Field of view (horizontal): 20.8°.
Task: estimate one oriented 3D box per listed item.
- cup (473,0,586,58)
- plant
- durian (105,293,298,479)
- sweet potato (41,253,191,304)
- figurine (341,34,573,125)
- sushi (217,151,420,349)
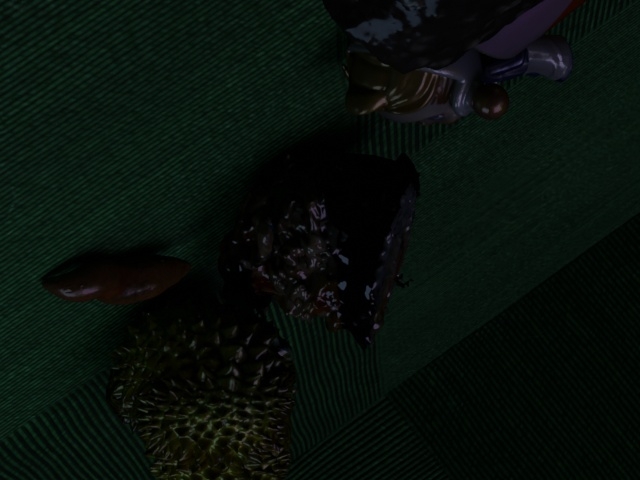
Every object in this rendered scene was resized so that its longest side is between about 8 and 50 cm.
[{"bbox_3d":[0.243,-0.318,1.722,0.203,0.203,0.288,-16,159,-48],"label":"cup"},{"bbox_3d":[0.142,-0.298,1.456,0.312,0.213,0.215,-32,169,33],"label":"plant"},{"bbox_3d":[-0.129,0.191,2.116,0.225,0.291,0.291,-33,161,-1],"label":"durian"},{"bbox_3d":[-0.219,0.044,1.915,0.202,0.055,0.058,-8,109,-53],"label":"sweet potato"},{"bbox_3d":[0.153,-0.189,1.854,0.274,0.194,0.133,-3,110,-16],"label":"figurine"},{"bbox_3d":[-0.006,-0.001,2.014,0.225,0.219,0.238,-69,162,-52],"label":"sushi"}]
